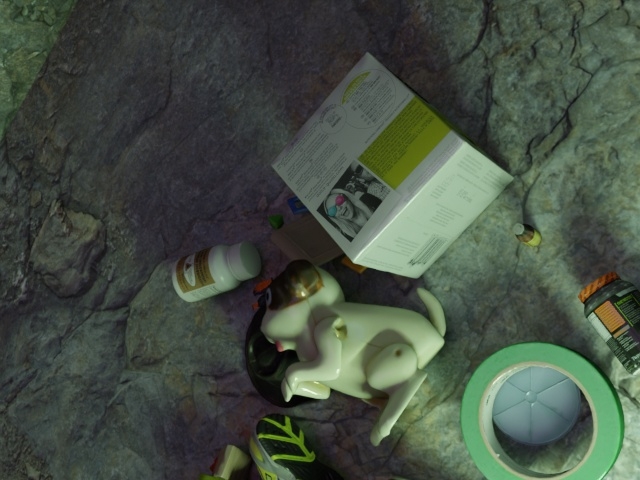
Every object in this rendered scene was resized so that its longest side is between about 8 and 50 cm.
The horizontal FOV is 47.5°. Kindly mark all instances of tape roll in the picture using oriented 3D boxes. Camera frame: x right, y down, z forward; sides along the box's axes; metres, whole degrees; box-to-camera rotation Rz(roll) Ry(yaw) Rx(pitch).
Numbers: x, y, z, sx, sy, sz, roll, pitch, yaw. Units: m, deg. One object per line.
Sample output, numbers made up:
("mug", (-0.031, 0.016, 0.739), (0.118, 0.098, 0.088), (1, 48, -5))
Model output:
("tape roll", (0.455, 0.372, 1.508), (0.321, 0.077, 0.321), (-6, 78, 29))

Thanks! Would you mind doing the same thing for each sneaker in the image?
("sneaker", (-0.040, 0.609, 1.780), (0.384, 0.145, 0.147), (54, 139, 24))

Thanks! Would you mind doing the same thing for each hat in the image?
("hat", (-0.092, 0.269, 1.853), (0.331, 0.134, 0.331), (-7, 77, 30))

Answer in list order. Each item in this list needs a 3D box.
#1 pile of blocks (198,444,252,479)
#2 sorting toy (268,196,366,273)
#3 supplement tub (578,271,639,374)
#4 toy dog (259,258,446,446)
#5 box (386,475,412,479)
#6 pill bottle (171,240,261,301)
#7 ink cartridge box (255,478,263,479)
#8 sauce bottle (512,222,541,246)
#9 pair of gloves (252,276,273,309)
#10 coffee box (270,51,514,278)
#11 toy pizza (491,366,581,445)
("pile of blocks", (-0.276, 0.701, 1.870), (0.113, 0.149, 0.362), (2, 82, 30))
("sorting toy", (0.000, 0.000, 1.845), (0.196, 0.047, 0.348), (-29, 45, -20))
("supplement tub", (0.616, 0.164, 1.467), (0.117, 0.117, 0.190), (-39, 64, 18))
("toy dog", (0.052, 0.211, 1.647), (0.408, 0.284, 0.395), (32, 80, 10))
("box", (0.296, 0.595, 1.604), (0.324, 0.063, 0.067), (5, 85, 31))
("pill bottle", (-0.284, 0.081, 2.001), (0.229, 0.131, 0.131), (-18, 72, 26))
("ink cartridge box", (-0.173, 0.648, 1.833), (0.088, 0.122, 0.052), (-44, 63, 16))
("sauce bottle", (0.451, -0.015, 1.590), (0.042, 0.128, 0.042), (-6, 77, 28))
("pair of gloves", (-0.156, 0.143, 1.966), (0.074, 0.010, 0.083), (-32, 41, 24))
("coffee box", (0.165, -0.158, 1.661), (0.338, 0.338, 0.334), (-48, 61, 15))
("toy pizza", (0.460, 0.340, 1.575), (0.201, 0.032, 0.201), (-6, 77, 28))
